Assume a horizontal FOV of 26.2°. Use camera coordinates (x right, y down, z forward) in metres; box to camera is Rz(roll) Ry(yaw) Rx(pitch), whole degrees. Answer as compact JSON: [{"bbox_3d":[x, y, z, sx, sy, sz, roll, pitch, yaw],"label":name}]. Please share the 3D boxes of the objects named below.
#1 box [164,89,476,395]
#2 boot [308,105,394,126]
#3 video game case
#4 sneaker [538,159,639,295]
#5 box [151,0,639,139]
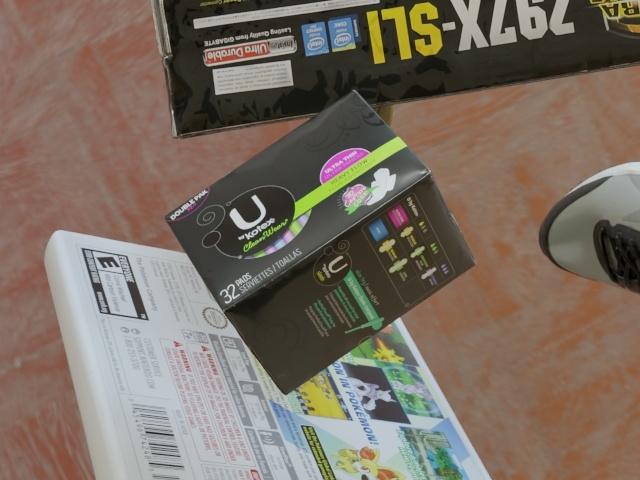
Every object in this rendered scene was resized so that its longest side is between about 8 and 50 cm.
[{"bbox_3d":[0.000,0.000,0.483,0.083,0.062,0.052,-35,132,-3],"label":"box"},{"bbox_3d":[-0.014,-0.147,1.006,0.077,0.165,0.213,-21,81,-12],"label":"boot"},{"bbox_3d":[-0.032,0.119,0.993,0.300,0.329,0.036,11,119,-27],"label":"video game case"},{"bbox_3d":[0.267,0.005,1.033,0.108,0.271,0.100,-34,114,-33],"label":"sneaker"},{"bbox_3d":[0.055,-0.207,0.771,0.322,0.079,0.257,-10,95,0],"label":"box"}]
